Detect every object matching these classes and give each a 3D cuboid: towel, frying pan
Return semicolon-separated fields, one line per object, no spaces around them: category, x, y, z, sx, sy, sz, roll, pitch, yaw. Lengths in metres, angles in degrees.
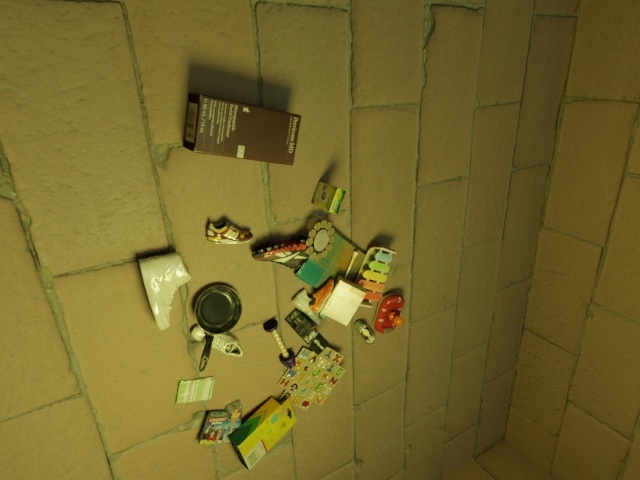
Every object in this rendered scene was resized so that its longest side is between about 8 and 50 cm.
towel;-0.534;0.642;1.819;0.152;0.023;0.113;4;105;-34
frying pan;-0.408;0.342;1.717;0.197;0.053;0.326;-5;93;-33
towel;0.068;0.121;2.004;0.370;0.040;0.271;34;89;-40

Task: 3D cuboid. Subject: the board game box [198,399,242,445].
board game box;-0.437;0.820;1.930;0.194;0.060;0.194;15;98;-37

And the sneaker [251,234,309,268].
sneaker;-0.157;0.064;1.791;0.276;0.097;0.135;-10;112;-32

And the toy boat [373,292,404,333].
toy boat;0.382;0.396;2.247;0.151;0.151;0.231;3;107;-35

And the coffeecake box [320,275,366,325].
coffeecake box;0.104;0.279;1.977;0.142;0.068;0.186;28;103;-8

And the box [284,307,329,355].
box;-0.063;0.414;1.941;0.077;0.180;0.147;-43;125;-10

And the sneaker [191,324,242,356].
sneaker;-0.421;0.413;1.759;0.235;0.095;0.090;31;92;-35

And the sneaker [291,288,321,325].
sneaker;-0.042;0.314;1.988;0.094;0.080;0.212;-51;127;-21

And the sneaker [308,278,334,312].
sneaker;0.006;0.244;1.943;0.067;0.064;0.175;33;69;-5

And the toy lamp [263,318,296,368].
toy lamp;-0.179;0.483;1.956;0.080;0.080;0.275;-33;124;-19

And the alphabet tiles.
alphabet tiles;-0.039;0.679;2.116;0.285;0.011;0.343;34;93;-24

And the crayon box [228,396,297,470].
crayon box;-0.264;0.896;2.025;0.318;0.081;0.202;-35;130;-33

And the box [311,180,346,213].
box;0.034;-0.178;1.772;0.043;0.179;0.105;14;100;-37

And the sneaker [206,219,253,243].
sneaker;-0.344;-0.035;1.648;0.185;0.069;0.084;-3;115;-34

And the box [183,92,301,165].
box;-0.273;-0.387;1.514;0.381;0.143;0.191;0;108;-35

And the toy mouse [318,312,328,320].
toy mouse;0.040;0.340;2.061;0.161;0.031;0.143;-8;117;-19

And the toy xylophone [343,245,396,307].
toy xylophone;0.228;0.167;2.060;0.236;0.081;0.323;7;105;-37

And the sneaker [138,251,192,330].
sneaker;-0.550;0.186;1.575;0.169;0.108;0.293;-16;115;-25

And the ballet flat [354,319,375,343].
ballet flat;0.245;0.500;2.250;0.072;0.068;0.213;-45;127;-11

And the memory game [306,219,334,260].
memory game;0.000;0.000;1.841;0.186;0.012;0.186;-24;122;-44
